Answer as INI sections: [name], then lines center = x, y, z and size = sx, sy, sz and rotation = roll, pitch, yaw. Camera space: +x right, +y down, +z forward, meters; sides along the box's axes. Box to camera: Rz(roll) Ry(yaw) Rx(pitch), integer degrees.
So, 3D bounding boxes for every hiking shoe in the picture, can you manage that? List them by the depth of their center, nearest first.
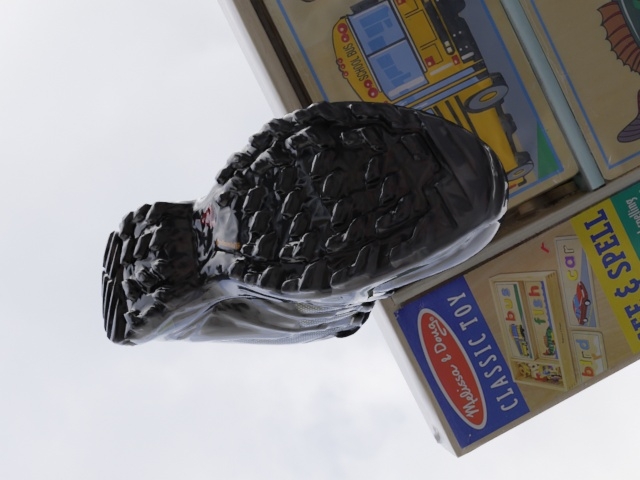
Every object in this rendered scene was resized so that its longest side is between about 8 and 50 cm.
[hiking shoe]
center = 0.000, 0.000, 0.463
size = 0.114, 0.227, 0.086
rotation = 11, -110, -47

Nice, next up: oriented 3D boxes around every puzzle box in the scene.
[puzzle box]
center = 0.098, -0.122, 0.553
size = 0.272, 0.052, 0.409
rotation = -27, -86, -6
